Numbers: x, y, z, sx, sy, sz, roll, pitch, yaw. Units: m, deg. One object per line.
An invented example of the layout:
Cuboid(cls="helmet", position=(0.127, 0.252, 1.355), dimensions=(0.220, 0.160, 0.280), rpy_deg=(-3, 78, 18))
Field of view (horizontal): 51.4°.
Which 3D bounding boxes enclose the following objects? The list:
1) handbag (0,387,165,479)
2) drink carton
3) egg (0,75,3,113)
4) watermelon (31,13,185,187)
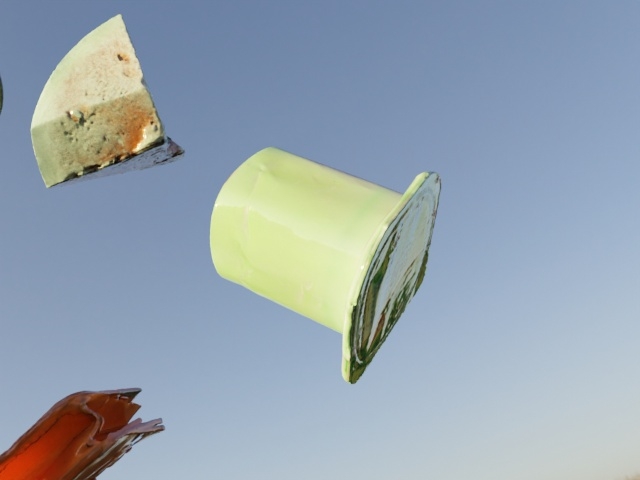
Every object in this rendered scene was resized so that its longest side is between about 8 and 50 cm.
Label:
Cuboid(cls="handbag", position=(-0.485, 0.417, 1.131), dimensions=(0.410, 0.116, 0.303), rpy_deg=(-40, -10, -3))
Cuboid(cls="drink carton", position=(0.000, 0.000, 0.523), dimensions=(0.146, 0.142, 0.144), rpy_deg=(-47, -28, -39))
Cuboid(cls="egg", position=(-0.490, -0.193, 0.776), dimensions=(0.177, 0.177, 0.228), rpy_deg=(-32, -46, 29))
Cuboid(cls="watermelon", position=(-0.316, -0.223, 1.113), dimensions=(0.214, 0.289, 0.320), rpy_deg=(16, 11, 33))
